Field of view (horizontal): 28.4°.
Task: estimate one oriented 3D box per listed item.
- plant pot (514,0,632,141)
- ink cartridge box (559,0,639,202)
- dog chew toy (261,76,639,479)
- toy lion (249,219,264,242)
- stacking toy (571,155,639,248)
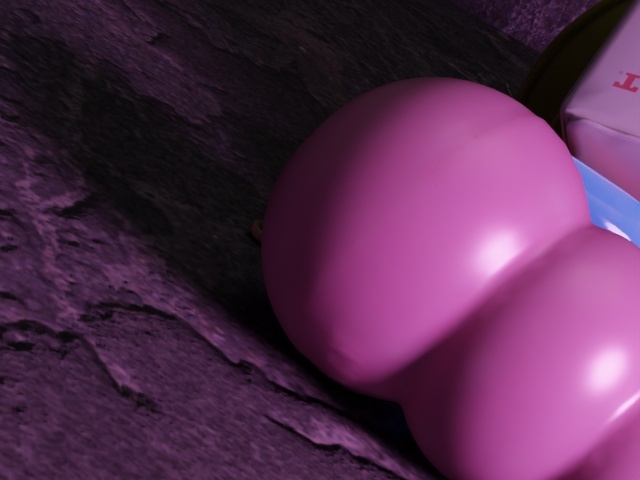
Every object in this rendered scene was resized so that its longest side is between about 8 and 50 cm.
[{"bbox_3d":[0.425,-0.037,1.319,0.366,0.366,0.353,21,33,-32],"label":"plant pot"},{"bbox_3d":[0.404,-0.146,1.002,0.279,0.385,0.160,25,-24,30],"label":"ink cartridge box"},{"bbox_3d":[0.117,0.059,0.755,0.332,0.206,0.206,48,22,17],"label":"dog chew toy"},{"bbox_3d":[0.000,0.000,0.962,0.096,0.034,0.100,40,18,-2],"label":"toy lion"},{"bbox_3d":[0.149,0.004,1.055,0.175,0.166,0.302,33,3,-7],"label":"stacking toy"}]
